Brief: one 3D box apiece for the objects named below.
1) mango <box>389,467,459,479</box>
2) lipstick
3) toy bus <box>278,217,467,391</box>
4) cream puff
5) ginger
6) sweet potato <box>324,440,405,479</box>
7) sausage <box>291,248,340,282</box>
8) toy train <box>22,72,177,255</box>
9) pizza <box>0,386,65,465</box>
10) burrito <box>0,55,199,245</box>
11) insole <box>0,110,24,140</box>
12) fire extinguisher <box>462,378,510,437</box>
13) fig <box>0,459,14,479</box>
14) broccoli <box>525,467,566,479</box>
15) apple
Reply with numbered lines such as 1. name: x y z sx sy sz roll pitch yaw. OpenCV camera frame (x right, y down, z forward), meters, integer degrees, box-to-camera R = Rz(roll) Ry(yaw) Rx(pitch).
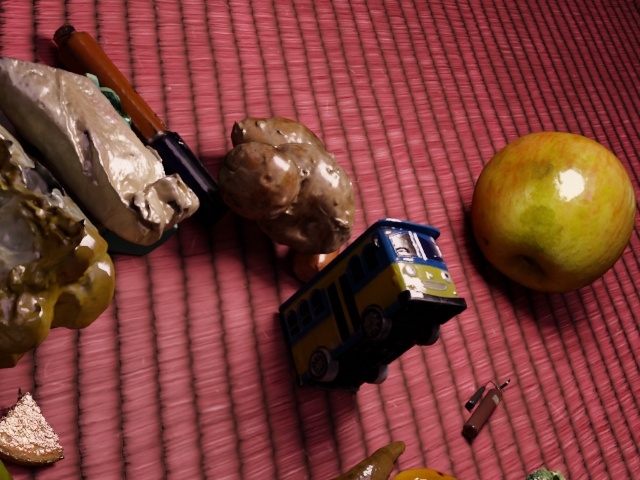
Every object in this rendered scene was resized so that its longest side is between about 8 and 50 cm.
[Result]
1. mango: 0.164 0.409 1.649 0.178 0.090 0.115 17 51 -22
2. lipstick: -0.301 -0.195 1.775 0.418 0.077 0.077 50 36 6
3. toy bus: 0.077 0.108 1.681 0.138 0.287 0.175 11 50 -39
4. cream puff: -0.428 0.012 1.345 0.323 0.270 0.274 50 -4 7
5. ginger: -0.057 -0.113 1.825 0.256 0.176 0.375 35 16 -16
6. sweet potato: 0.077 0.356 1.629 0.249 0.069 0.059 -19 106 -52
7. sausage: 0.000 0.000 1.890 0.076 0.076 0.197 37 35 -12
8. toy train: -0.342 -0.120 1.629 0.194 0.120 0.298 12 50 -47
9. pizza: -0.363 0.249 1.330 0.099 0.029 0.100 43 37 -17
10. burrito: -0.319 -0.132 1.466 0.348 0.107 0.175 44 18 -12
11. insole: -0.552 -0.202 1.586 0.248 0.011 0.081 22 41 -30
12. fire extinguisher: 0.293 0.299 1.934 0.049 0.035 0.173 15 28 24
13. fig: -0.394 0.269 1.114 0.233 0.233 0.314 41 31 -7
14. broccoli: 0.409 0.497 1.688 0.265 0.245 0.295 -42 113 -72
15. apple: 0.481 -0.052 2.213 0.339 0.339 0.340 27 40 -25
